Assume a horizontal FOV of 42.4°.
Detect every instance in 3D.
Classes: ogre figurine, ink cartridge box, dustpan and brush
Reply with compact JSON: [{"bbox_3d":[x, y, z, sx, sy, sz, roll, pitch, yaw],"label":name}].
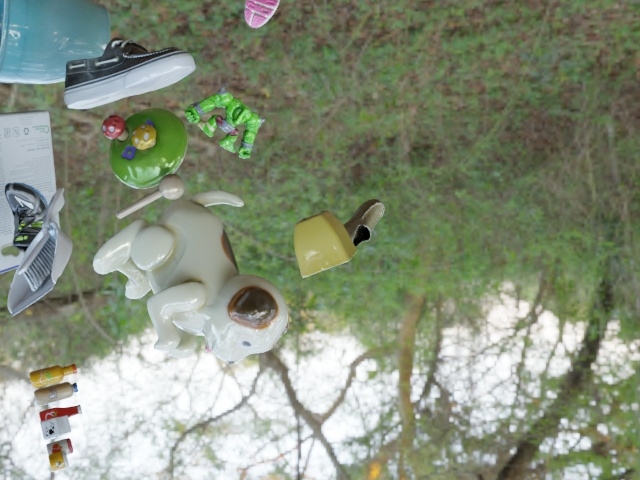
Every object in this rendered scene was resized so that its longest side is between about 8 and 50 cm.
[{"bbox_3d":[-0.221,-0.291,2.014,0.197,0.118,0.097,42,-165,-13],"label":"ogre figurine"},{"bbox_3d":[-0.686,-0.103,1.750,0.071,0.330,0.324,3,-168,19],"label":"ink cartridge box"},{"bbox_3d":[-0.433,0.003,1.305,0.147,0.211,0.060,-28,122,38],"label":"dustpan and brush"}]

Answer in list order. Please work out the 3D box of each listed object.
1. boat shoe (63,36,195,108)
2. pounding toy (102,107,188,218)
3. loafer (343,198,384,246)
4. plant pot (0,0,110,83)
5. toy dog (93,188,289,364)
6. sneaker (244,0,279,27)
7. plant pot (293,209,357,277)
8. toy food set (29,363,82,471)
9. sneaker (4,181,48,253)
[{"bbox_3d":[-0.411,-0.360,1.701,0.335,0.119,0.121,-9,-175,27],"label":"boat shoe"},{"bbox_3d":[-0.378,-0.187,1.705,0.182,0.237,0.110,-16,156,15],"label":"pounding toy"},{"bbox_3d":[0.084,-0.026,1.620,0.050,0.056,0.148,23,-126,35],"label":"loafer"},{"bbox_3d":[-0.646,-0.494,1.957,0.255,0.272,0.271,2,178,-32],"label":"plant pot"},{"bbox_3d":[-0.256,0.115,1.955,0.408,0.395,0.285,40,161,20],"label":"toy dog"},{"bbox_3d":[-0.102,-0.503,1.650,0.063,0.171,0.075,19,-178,0],"label":"sneaker"},{"bbox_3d":[0.000,0.000,1.305,0.081,0.083,0.081,-22,-174,15],"label":"plant pot"},{"bbox_3d":[-0.596,0.409,1.914,0.104,0.232,0.111,-13,164,-20],"label":"toy food set"},{"bbox_3d":[-0.560,-0.025,1.594,0.067,0.188,0.078,-7,-157,14],"label":"sneaker"}]
